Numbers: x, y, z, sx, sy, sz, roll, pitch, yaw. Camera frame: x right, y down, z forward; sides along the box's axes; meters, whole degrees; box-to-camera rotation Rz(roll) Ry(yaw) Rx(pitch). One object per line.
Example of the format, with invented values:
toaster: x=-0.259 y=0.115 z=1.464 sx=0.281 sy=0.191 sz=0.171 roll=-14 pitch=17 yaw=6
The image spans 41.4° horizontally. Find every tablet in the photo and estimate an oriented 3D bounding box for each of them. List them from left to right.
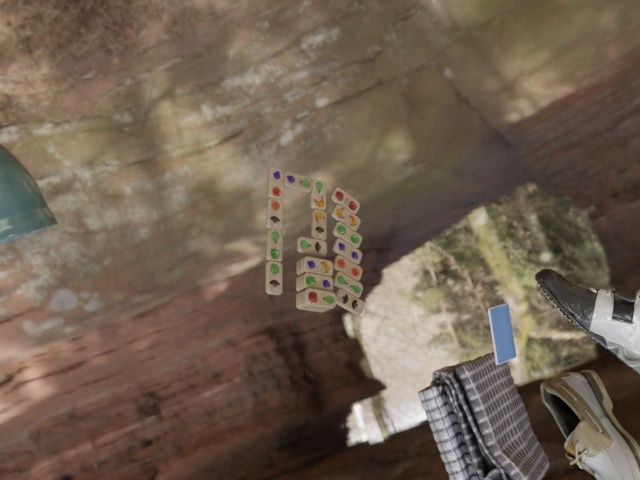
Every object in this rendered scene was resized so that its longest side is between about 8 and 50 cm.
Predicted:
tablet: x=0.265 y=0.136 z=1.237 sx=0.006 sy=0.083 sz=0.054 roll=-9 pitch=179 yaw=44

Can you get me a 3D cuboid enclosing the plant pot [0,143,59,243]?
plant pot: x=-0.568 y=-0.068 z=1.261 sx=0.293 sy=0.196 sz=0.293 roll=-19 pitch=-174 yaw=2

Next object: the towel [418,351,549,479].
towel: x=0.280 y=0.309 z=1.408 sx=0.121 sy=0.235 sz=0.284 roll=-23 pitch=170 yaw=20

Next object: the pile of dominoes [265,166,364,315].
pile of dominoes: x=0.000 y=0.000 z=1.483 sx=0.196 sy=0.251 sz=0.040 roll=11 pitch=157 yaw=-29

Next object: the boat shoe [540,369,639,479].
boat shoe: x=0.478 y=0.360 z=1.482 sx=0.103 sy=0.302 sz=0.113 roll=-4 pitch=128 yaw=-10

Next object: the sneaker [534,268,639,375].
sneaker: x=0.534 y=0.130 z=1.476 sx=0.146 sy=0.331 sz=0.122 roll=-54 pitch=170 yaw=8
